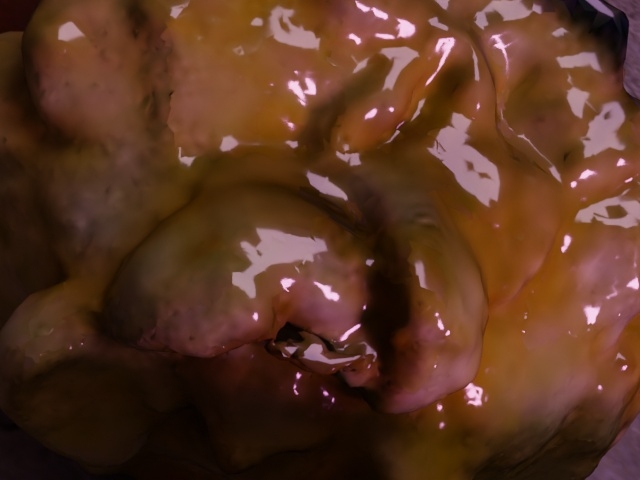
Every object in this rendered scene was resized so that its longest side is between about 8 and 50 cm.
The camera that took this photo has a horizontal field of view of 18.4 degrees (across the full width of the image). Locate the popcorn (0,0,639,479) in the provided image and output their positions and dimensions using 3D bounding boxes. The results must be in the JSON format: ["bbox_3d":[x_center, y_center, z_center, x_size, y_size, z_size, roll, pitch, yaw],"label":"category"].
[{"bbox_3d":[0.000,0.000,0.719,0.286,0.215,0.252,22,63,-20],"label":"popcorn"}]

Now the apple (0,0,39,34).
[{"bbox_3d":[-0.058,-0.239,0.898,0.364,0.364,0.364,26,30,-16],"label":"apple"}]
